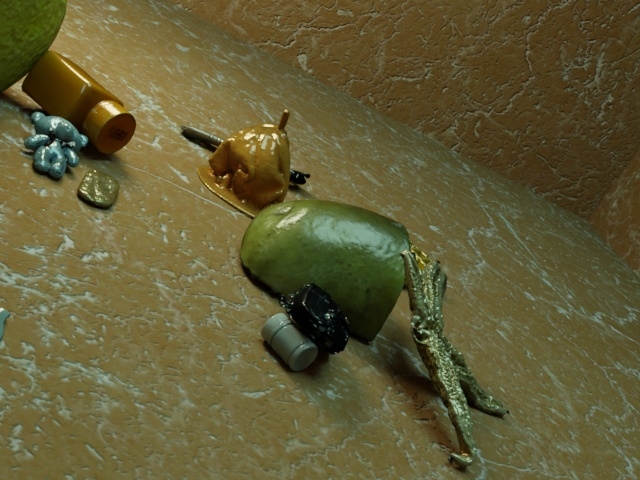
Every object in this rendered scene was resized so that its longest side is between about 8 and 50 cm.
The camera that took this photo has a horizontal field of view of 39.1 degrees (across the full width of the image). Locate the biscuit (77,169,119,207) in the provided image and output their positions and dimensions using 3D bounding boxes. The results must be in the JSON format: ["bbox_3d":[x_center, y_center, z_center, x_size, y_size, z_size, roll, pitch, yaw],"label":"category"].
[{"bbox_3d":[-0.422,-0.099,1.723,0.071,0.018,0.147,28,20,-14],"label":"biscuit"}]

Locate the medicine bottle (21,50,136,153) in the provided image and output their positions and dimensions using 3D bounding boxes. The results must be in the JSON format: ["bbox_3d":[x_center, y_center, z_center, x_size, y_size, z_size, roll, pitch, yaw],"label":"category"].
[{"bbox_3d":[-0.496,-0.283,1.887,0.222,0.112,0.149,39,4,22],"label":"medicine bottle"}]

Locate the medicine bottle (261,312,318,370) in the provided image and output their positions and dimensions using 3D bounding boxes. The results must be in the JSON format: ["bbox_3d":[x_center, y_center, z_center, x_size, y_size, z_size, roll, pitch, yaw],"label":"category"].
[{"bbox_3d":[-0.053,0.173,1.542,0.091,0.058,0.058,44,23,31],"label":"medicine bottle"}]

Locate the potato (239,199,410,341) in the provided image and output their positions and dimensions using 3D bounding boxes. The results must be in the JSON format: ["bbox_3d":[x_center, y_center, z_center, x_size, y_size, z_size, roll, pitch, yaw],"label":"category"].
[{"bbox_3d":[0.000,0.000,1.822,0.280,0.212,0.330,23,20,-25],"label":"potato"}]

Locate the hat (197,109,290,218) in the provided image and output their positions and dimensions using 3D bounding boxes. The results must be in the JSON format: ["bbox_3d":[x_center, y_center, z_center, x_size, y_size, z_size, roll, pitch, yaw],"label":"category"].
[{"bbox_3d":[-0.126,-0.197,2.085,0.234,0.233,0.244,19,22,-30],"label":"hat"}]

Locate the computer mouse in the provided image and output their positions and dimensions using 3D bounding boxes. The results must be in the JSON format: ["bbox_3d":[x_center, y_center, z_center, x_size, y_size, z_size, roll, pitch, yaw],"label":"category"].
[{"bbox_3d":[-0.002,0.132,1.599,0.146,0.077,0.242,43,-1,-10],"label":"computer mouse"}]

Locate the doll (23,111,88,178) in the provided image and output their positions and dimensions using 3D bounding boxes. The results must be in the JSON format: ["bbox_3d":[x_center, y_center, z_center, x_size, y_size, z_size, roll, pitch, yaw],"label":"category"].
[{"bbox_3d":[-0.505,-0.188,1.731,0.120,0.075,0.179,30,19,-23],"label":"doll"}]

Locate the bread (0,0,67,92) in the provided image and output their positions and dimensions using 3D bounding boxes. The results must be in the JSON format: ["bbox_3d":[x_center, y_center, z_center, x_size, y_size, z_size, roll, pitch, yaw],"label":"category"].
[{"bbox_3d":[-0.707,-0.479,1.773,0.308,0.348,0.348,29,19,9],"label":"bread"}]

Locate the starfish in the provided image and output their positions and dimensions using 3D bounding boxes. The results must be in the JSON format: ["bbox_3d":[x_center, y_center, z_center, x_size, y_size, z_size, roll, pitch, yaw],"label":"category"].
[{"bbox_3d":[0.246,0.224,1.727,0.324,0.083,0.431,30,37,-61],"label":"starfish"}]

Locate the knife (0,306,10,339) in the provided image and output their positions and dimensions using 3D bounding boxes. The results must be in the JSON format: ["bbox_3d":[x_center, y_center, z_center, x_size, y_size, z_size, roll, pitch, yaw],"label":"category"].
[{"bbox_3d":[-0.418,0.142,1.141,0.028,0.015,0.210,29,19,-24],"label":"knife"}]

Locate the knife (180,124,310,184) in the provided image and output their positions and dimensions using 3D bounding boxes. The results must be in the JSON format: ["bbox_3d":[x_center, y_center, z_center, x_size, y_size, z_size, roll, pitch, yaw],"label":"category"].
[{"bbox_3d":[-0.194,-0.215,2.325,0.365,0.043,0.089,23,-12,-17],"label":"knife"}]

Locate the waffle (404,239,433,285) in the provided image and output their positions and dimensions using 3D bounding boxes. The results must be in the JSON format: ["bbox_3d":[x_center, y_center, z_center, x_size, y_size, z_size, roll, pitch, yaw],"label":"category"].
[{"bbox_3d":[0.163,0.015,2.250,0.310,0.065,0.283,32,20,-2],"label":"waffle"}]
